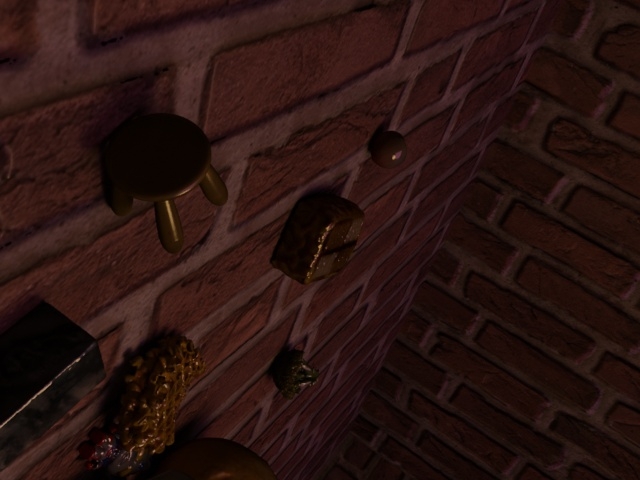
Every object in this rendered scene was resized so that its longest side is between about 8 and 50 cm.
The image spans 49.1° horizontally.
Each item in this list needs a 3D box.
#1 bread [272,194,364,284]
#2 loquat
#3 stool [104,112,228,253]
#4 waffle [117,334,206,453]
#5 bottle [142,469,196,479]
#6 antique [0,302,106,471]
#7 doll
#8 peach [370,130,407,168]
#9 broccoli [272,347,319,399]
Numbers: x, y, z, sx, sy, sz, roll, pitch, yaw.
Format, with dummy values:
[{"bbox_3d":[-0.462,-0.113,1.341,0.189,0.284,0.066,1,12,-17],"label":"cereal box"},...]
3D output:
[{"bbox_3d":[0.000,0.000,1.414,0.181,0.096,0.222,-65,162,15],"label":"bread"},{"bbox_3d":[-0.227,0.554,1.442,0.276,0.284,0.276,-156,-90,-88],"label":"loquat"},{"bbox_3d":[-0.173,-0.067,0.779,0.135,0.134,0.110,-7,151,-6],"label":"stool"},{"bbox_3d":[-0.252,0.247,1.131,0.197,0.070,0.193,-5,112,-74],"label":"waffle"},{"bbox_3d":[-0.353,0.519,1.118,0.352,0.229,0.229,-11,133,-47],"label":"bottle"},{"bbox_3d":[-0.337,0.168,0.770,0.183,0.088,0.086,-46,159,-35],"label":"antique"},{"bbox_3d":[-0.330,0.353,1.169,0.194,0.062,0.104,59,46,-61],"label":"doll"},{"bbox_3d":[0.145,-0.195,1.503,0.083,0.083,0.083,-50,162,-23],"label":"peach"},{"bbox_3d":[-0.064,0.342,1.796,0.130,0.120,0.131,101,-5,-70],"label":"broccoli"}]
